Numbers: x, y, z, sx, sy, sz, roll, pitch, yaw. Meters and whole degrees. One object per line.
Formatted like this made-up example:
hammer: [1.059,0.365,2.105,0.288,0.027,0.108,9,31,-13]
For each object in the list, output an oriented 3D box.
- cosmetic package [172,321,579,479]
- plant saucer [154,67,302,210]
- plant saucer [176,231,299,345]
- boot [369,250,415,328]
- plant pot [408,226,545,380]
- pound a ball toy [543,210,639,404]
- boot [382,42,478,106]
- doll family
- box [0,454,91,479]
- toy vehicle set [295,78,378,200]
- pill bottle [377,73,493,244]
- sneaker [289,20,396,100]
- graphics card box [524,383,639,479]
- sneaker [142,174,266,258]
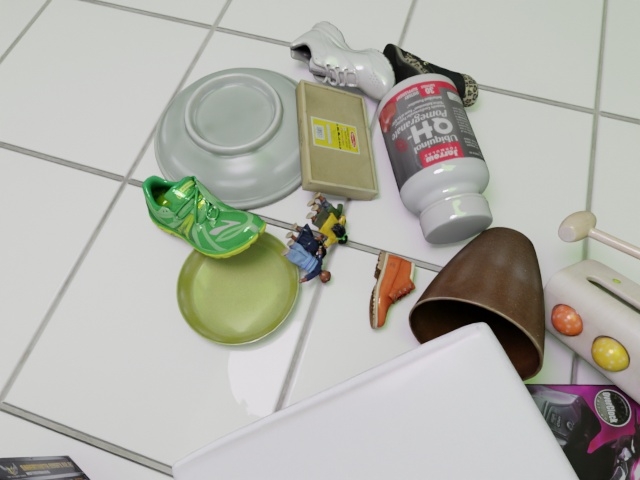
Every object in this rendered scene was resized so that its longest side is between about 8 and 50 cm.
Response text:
cosmetic package: [0.119,0.339,0.451,0.327,0.329,0.394,-28,69,8]
plant saucer: [-0.190,-0.265,0.965,0.400,0.101,0.401,-1,66,2]
plant saucer: [-0.161,0.089,0.845,0.240,0.037,0.241,0,66,1]
boot: [0.140,0.100,0.824,0.084,0.059,0.158,15,67,3]
plant pot: [0.302,0.090,0.759,0.215,0.215,0.230,28,56,13]
pound a ball toy: [0.479,0.120,0.673,0.135,0.208,0.319,-17,40,-21]
boot: [0.252,-0.391,1.021,0.178,0.085,0.236,3,39,-21]
doll family: [0.000,0.000,0.855,0.111,0.076,0.193,41,77,-25]
box: [-0.388,0.396,0.613,0.183,0.231,0.056,35,69,14]
toy vehicle set: [0.033,-0.222,0.937,0.165,0.035,0.267,7,64,-25]
pill bottle: [0.234,-0.161,0.867,0.176,0.176,0.319,-10,67,-3]
sneaker: [0.049,-0.406,1.010,0.129,0.111,0.297,-38,62,-26]
graphics card box: [0.469,0.354,0.685,0.370,0.094,0.233,0,67,3]
sneaker: [-0.242,-0.053,0.828,0.295,0.124,0.109,16,54,25]
